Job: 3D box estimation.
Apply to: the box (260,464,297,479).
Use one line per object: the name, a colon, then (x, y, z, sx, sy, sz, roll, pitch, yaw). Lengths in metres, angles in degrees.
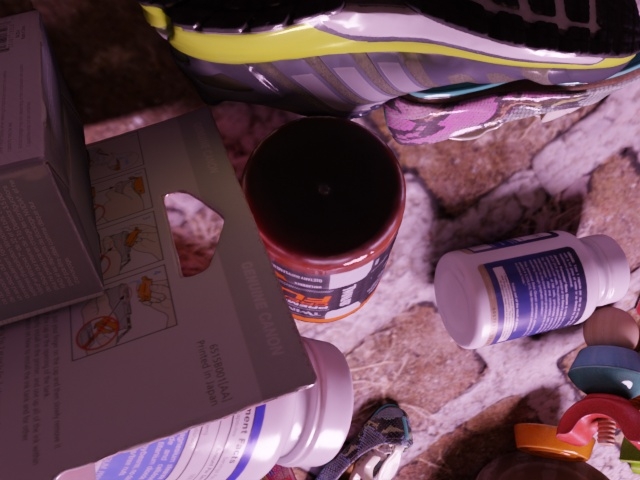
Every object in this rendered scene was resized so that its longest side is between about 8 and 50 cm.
box: (-0.066, 0.344, 0.783, 0.128, 0.123, 0.257, -20, 132, -6)

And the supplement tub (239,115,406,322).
supplement tub: (0.000, 0.000, 0.510, 0.106, 0.106, 0.198, -19, 161, -8)

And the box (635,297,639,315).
box: (0.467, -0.001, 0.714, 0.154, 0.142, 0.300, -13, 131, -13)

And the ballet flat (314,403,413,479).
ballet flat: (0.045, 0.273, 0.813, 0.070, 0.070, 0.188, 14, 121, -31)

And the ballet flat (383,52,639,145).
ballet flat: (0.153, -0.120, 0.544, 0.221, 0.077, 0.079, -14, 149, -6)

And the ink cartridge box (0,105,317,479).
ink cartridge box: (-0.149, 0.038, 0.399, 0.238, 0.275, 0.060, -17, 131, -8)

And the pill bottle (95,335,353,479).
pill bottle: (-0.114, 0.120, 0.564, 0.271, 0.152, 0.152, 12, 121, -31)

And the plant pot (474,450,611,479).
plant pot: (0.292, 0.451, 0.928, 0.323, 0.323, 0.281, -11, 114, -15)

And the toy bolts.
toy bolts: (0.338, 0.179, 0.848, 0.218, 0.159, 0.228, -1, 154, 31)

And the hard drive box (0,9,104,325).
hard drive box: (-0.248, -0.025, 0.372, 0.232, 0.181, 0.089, -16, 132, -9)

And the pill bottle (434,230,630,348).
pill bottle: (0.205, 0.042, 0.672, 0.169, 0.094, 0.094, -11, 130, -14)

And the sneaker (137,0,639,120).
sneaker: (0.045, -0.133, 0.437, 0.299, 0.111, 0.121, 4, 160, 0)
